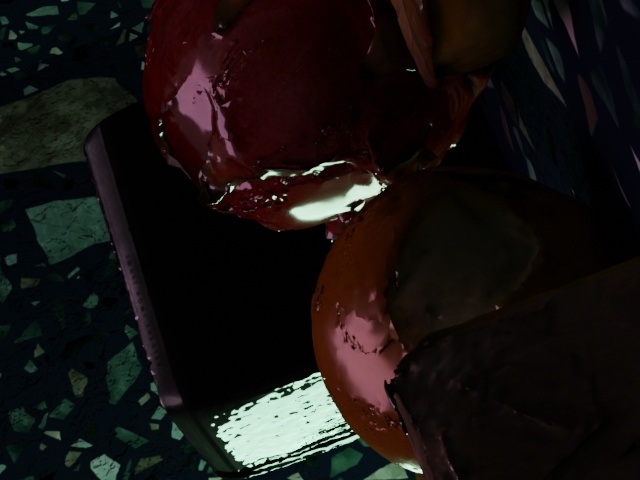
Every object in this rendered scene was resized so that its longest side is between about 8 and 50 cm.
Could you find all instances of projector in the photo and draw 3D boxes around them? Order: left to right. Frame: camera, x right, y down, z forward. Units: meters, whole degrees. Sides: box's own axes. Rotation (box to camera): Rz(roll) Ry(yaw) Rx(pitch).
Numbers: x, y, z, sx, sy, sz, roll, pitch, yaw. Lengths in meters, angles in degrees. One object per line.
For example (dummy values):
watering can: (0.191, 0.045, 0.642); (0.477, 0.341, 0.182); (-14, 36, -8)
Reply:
projector: (0.000, 0.000, 1.653); (0.242, 0.405, 0.395); (66, -178, -59)

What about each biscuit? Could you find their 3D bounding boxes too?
biscuit: (0.063, -0.248, 0.975); (0.296, 0.102, 0.296); (-18, -90, -88)

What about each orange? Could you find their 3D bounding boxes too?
orange: (0.112, 0.059, 1.105); (0.240, 0.240, 0.240); (-21, -90, -90)

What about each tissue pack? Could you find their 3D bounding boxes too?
tissue pack: (0.161, 0.145, 0.769); (0.134, 0.192, 0.271); (-112, 1, -45)

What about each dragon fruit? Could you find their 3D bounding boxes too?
dragon fruit: (-0.001, -0.158, 1.275); (0.295, 0.302, 0.295); (27, -154, -14)

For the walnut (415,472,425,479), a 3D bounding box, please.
walnut: (0.229, 0.286, 1.938); (0.203, 0.203, 0.298); (69, -163, 8)
